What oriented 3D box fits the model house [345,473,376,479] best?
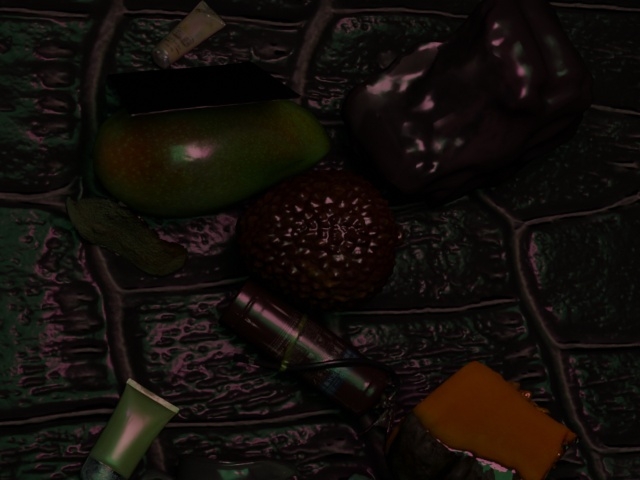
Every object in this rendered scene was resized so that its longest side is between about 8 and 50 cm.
[{"bbox_3d":[0.087,0.545,1.805,0.261,0.226,0.241,31,112,-1],"label":"model house"}]

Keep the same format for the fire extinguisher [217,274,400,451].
[{"bbox_3d":[-0.008,0.202,1.880,0.341,0.105,0.141,36,92,-2],"label":"fire extinguisher"}]

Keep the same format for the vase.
[{"bbox_3d":[-0.178,0.464,1.775,0.251,0.156,0.301,11,82,7],"label":"vase"}]

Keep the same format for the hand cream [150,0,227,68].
[{"bbox_3d":[-0.225,-0.344,1.979,0.061,0.039,0.143,44,69,2],"label":"hand cream"}]

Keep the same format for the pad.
[{"bbox_3d":[-0.192,-0.239,1.813,0.247,0.367,0.007,-8,108,-13],"label":"pad"}]

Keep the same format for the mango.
[{"bbox_3d":[-0.170,-0.145,1.857,0.382,0.225,0.201,-7,110,-14],"label":"mango"}]

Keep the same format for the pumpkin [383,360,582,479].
[{"bbox_3d":[0.247,0.332,1.803,0.225,0.303,0.256,40,81,19],"label":"pumpkin"}]

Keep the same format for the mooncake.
[{"bbox_3d":[0.253,-0.210,1.881,0.350,0.381,0.212,-7,64,-52],"label":"mooncake"}]

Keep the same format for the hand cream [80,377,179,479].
[{"bbox_3d":[-0.305,0.312,1.824,0.095,0.046,0.175,32,68,-3],"label":"hand cream"}]

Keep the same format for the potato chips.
[{"bbox_3d":[-0.307,-0.013,1.846,0.209,0.142,0.026,19,50,-3],"label":"potato chips"}]

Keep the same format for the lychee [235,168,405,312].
[{"bbox_3d":[0.000,0.000,1.851,0.271,0.236,0.236,5,78,-7],"label":"lychee"}]
